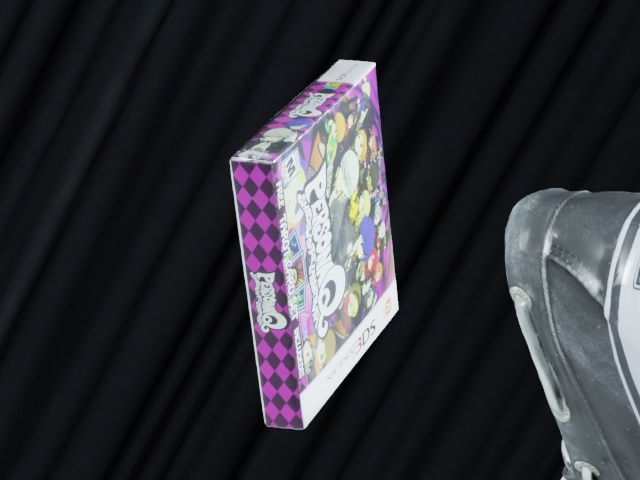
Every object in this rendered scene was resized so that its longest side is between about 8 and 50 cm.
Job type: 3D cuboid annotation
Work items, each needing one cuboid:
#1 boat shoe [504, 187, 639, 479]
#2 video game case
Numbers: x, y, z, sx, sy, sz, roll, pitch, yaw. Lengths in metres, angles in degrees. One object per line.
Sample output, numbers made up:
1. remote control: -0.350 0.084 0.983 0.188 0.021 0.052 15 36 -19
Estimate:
1. boat shoe: 0.155 0.096 0.845 0.105 0.113 0.306 10 -33 36
2. video game case: 0.000 0.000 1.512 0.041 0.232 0.210 5 27 23
